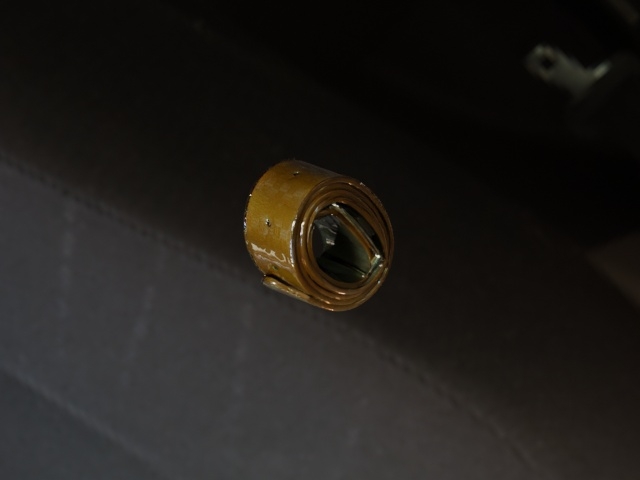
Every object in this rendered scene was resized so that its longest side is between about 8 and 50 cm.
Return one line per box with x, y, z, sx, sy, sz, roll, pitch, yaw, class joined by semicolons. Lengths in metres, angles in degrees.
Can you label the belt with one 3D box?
0.000;0.000;0.871;0.059;0.036;0.083;-62;144;-11;belt
